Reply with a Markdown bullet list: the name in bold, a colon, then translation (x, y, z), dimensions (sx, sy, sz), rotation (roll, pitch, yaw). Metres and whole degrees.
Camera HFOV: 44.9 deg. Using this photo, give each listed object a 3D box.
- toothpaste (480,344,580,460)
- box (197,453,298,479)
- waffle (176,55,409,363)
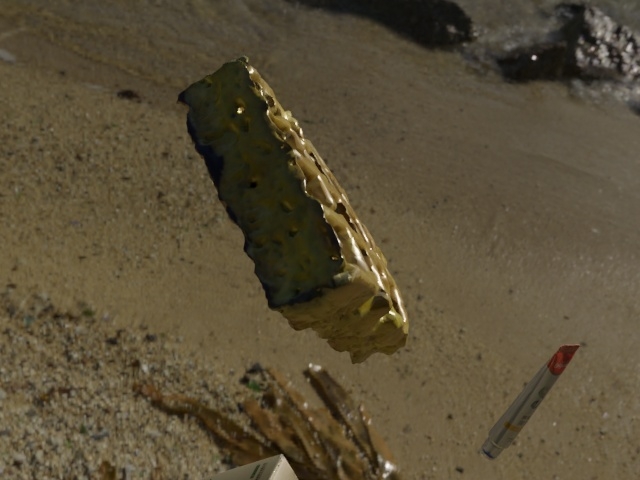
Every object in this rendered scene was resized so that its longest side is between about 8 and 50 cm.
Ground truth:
- **toothpaste**: translation (0.260, 0.204, 0.973), dimensions (0.048, 0.190, 0.031), rotation (6, 33, -42)
- **box**: translation (-0.126, 0.398, 1.017), dimensions (0.168, 0.095, 0.212), rotation (-25, 13, 22)
- **waffle**: translation (0.000, 0.000, 0.507), dimensions (0.055, 0.211, 0.160), rotation (-30, 63, 7)
